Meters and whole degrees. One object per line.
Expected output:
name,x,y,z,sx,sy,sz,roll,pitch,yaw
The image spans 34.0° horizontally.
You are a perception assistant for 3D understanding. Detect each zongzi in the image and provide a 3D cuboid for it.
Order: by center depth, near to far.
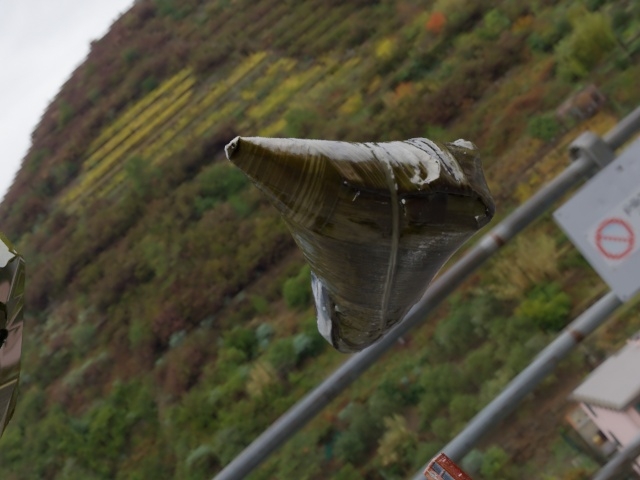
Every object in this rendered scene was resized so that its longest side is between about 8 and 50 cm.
zongzi,0.000,0.000,1.103,0.286,0.288,0.134,-61,35,41

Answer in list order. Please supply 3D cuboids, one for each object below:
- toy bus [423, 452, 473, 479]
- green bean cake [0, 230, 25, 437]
toy bus,0.189,0.334,1.398,0.031,0.110,0.043,-23,-34,-49
green bean cake,-0.287,0.107,0.678,0.236,0.124,0.232,-74,-5,-70
